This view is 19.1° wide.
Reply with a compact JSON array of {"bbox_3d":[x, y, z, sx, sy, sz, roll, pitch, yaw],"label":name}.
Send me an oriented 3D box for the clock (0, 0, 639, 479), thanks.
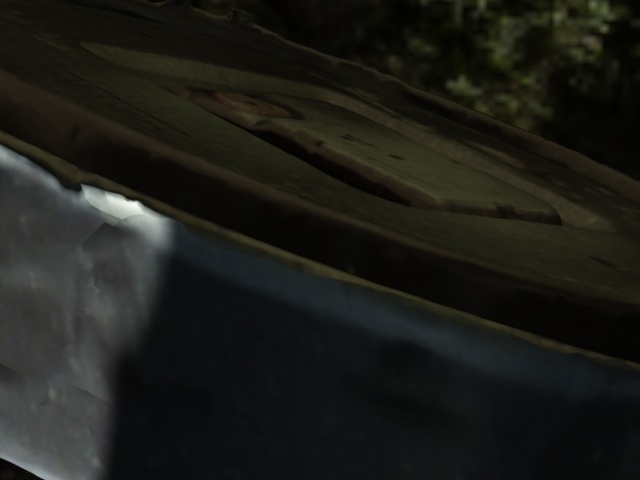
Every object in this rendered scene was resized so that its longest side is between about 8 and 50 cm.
[{"bbox_3d":[0.000,0.000,0.601,0.386,0.076,0.386,20,-167,-5],"label":"clock"}]
